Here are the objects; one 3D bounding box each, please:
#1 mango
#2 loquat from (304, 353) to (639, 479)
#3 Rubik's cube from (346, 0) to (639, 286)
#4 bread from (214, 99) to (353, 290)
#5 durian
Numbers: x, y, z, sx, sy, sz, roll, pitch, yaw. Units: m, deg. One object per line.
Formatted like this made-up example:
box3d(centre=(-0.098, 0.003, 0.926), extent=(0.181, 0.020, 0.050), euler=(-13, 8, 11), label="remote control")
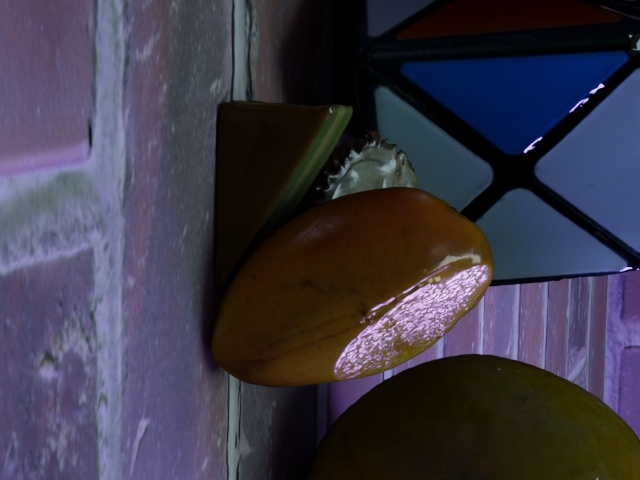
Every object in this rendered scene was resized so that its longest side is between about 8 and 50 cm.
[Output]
box3d(centre=(0.017, 0.037, 1.454), extent=(0.102, 0.217, 0.141), euler=(56, -13, 36), label="mango")
box3d(centre=(0.125, 0.252, 1.701), extent=(0.359, 0.328, 0.328), euler=(9, -82, 61), label="loquat")
box3d(centre=(0.151, -0.125, 1.683), extent=(0.248, 0.250, 0.246), euler=(-90, 174, -56), label="Rubik's cube")
box3d(centre=(-0.027, -0.032, 1.451), extent=(0.074, 0.084, 0.139), euler=(-11, 104, -75), label="bread")
box3d(centre=(0.000, 0.000, 1.549), extent=(0.188, 0.091, 0.148), euler=(-58, 139, -21), label="durian")
